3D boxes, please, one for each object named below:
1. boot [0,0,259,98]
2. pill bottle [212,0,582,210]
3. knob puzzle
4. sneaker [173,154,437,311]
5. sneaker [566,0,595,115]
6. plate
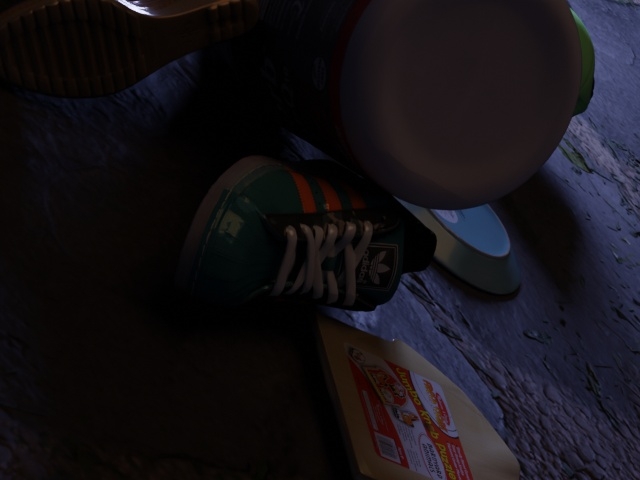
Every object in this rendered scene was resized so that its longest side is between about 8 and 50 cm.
[{"bbox_3d":[-0.195,-0.197,1.408,0.248,0.090,0.207,-14,30,-30],"label":"boot"},{"bbox_3d":[0.044,-0.171,1.445,0.210,0.210,0.363,27,4,-30],"label":"pill bottle"},{"bbox_3d":[0.077,0.152,1.311,0.213,0.030,0.213,33,26,-19],"label":"knob puzzle"},{"bbox_3d":[0.000,0.000,1.309,0.121,0.108,0.302,23,18,20],"label":"sneaker"},{"bbox_3d":[0.163,-0.317,2.058,0.483,0.185,0.202,58,11,22],"label":"sneaker"},{"bbox_3d":[0.133,-0.024,1.679,0.188,0.024,0.188,34,27,-20],"label":"plate"}]
